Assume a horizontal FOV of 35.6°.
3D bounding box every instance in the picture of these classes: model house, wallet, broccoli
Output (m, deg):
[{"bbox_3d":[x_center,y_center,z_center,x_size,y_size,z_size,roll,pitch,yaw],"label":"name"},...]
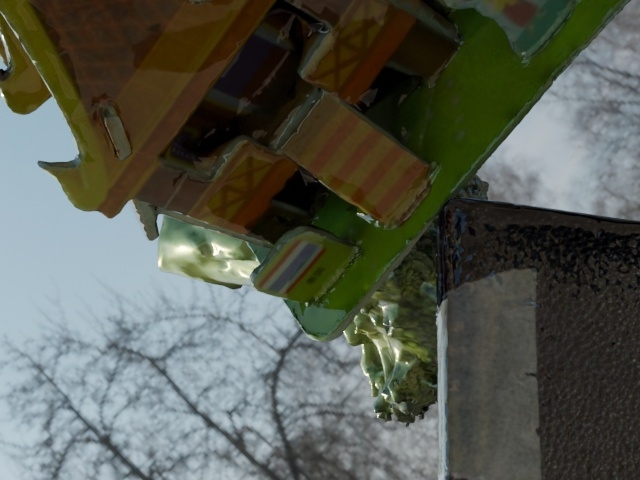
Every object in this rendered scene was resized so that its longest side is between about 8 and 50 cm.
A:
[{"bbox_3d":[-0.034,-0.156,0.547,0.313,0.242,0.357,18,-59,-48],"label":"model house"},{"bbox_3d":[0.188,0.094,0.572,0.071,0.262,0.220,127,149,-61],"label":"wallet"},{"bbox_3d":[0.016,0.031,1.040,0.397,0.353,0.275,-36,-16,37],"label":"broccoli"}]
